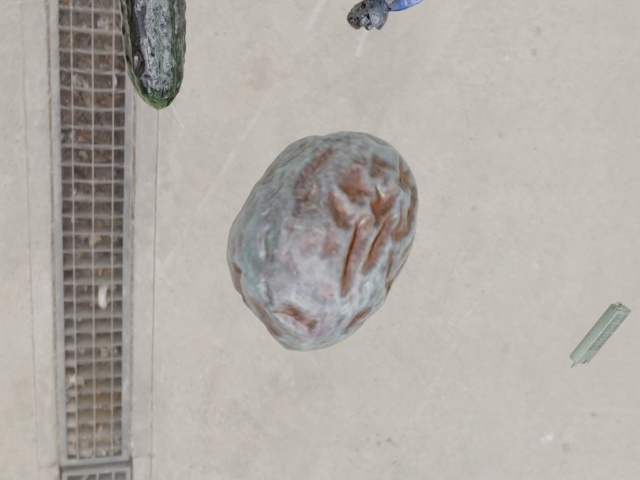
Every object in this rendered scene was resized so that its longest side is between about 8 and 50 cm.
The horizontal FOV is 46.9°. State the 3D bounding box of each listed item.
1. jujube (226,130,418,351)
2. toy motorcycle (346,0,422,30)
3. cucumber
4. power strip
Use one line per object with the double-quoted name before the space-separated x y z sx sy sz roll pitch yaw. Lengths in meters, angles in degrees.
"jujube" 0.007 0.000 0.999 0.246 0.215 0.308 52 54 -55
"toy motorcycle" 0.164 -0.585 1.548 0.213 0.358 0.125 -13 141 34
"cucumber" -0.115 -0.199 0.514 0.058 0.052 0.214 -6 109 -38
"power strip" 0.449 0.157 1.196 0.051 0.019 0.136 9 120 -45
